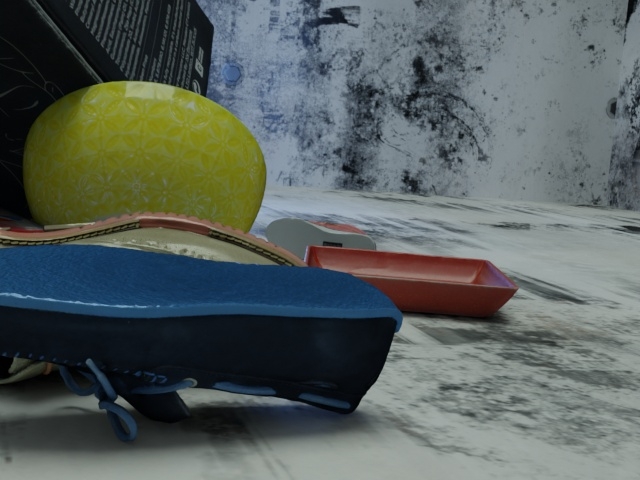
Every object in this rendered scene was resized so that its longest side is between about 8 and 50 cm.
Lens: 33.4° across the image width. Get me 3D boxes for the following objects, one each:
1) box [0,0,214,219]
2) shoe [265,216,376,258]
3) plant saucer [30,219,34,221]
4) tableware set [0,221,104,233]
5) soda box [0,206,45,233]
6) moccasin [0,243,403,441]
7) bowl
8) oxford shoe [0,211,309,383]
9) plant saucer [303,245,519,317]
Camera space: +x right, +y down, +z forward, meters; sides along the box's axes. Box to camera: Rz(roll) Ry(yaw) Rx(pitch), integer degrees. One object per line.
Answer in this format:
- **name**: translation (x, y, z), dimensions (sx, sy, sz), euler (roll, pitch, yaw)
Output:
- **box**: translation (-0.456, -0.265, 1.313), dimensions (0.480, 0.297, 0.471), euler (-9, -33, 20)
- **shoe**: translation (0.000, 0.000, 1.712), dimensions (0.178, 0.063, 0.081), euler (10, 5, -1)
- **plant saucer**: translation (-0.442, -0.032, 1.772), dimensions (0.199, 0.036, 0.198), euler (5, 7, -1)
- **tableware set**: translation (-0.266, 0.027, 0.966), dimensions (0.194, 0.039, 0.128), euler (-5, -18, -20)
- **soda box**: translation (-0.397, 0.008, 1.254), dimensions (0.092, 0.083, 0.263), euler (0, 8, -32)
- **moccasin**: translation (-0.103, 0.080, 0.745), dimensions (0.342, 0.116, 0.137), euler (7, 18, -19)
- **bowl**: translation (-0.208, -0.026, 1.230), dimensions (0.290, 0.289, 0.156), euler (0, 51, 0)
- **oxford shoe**: translation (-0.194, 0.065, 0.855), dimensions (0.397, 0.140, 0.146), euler (1, 29, -8)
- **plant saucer**: translation (0.106, 0.053, 1.380), dimensions (0.259, 0.047, 0.259), euler (4, 6, 0)
